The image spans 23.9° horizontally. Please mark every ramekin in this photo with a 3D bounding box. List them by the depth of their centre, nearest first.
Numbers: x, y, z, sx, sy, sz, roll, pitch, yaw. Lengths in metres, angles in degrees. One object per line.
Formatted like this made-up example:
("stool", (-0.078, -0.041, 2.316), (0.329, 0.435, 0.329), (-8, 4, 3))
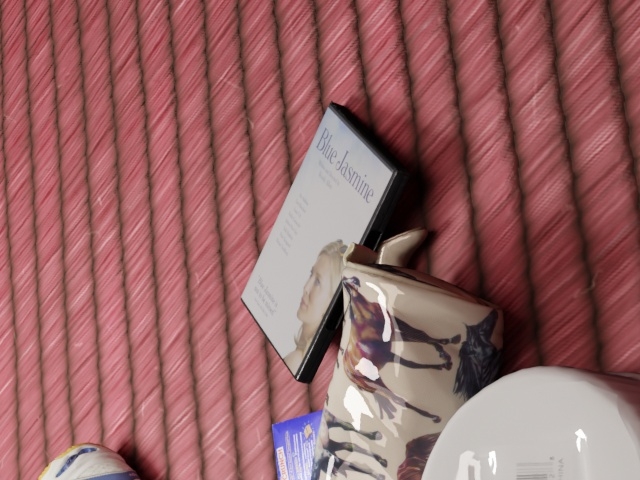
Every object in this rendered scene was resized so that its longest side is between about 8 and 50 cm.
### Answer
("ramekin", (0.211, 0.236, 1.264), (0.277, 0.135, 0.277), (-15, 66, 39))

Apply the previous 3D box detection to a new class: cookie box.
("cookie box", (0.003, 0.224, 1.574), (0.107, 0.040, 0.092), (-21, 70, 41))

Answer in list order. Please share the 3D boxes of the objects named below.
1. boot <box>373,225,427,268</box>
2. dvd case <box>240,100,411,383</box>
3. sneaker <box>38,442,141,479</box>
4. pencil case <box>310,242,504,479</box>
("boot", (0.074, 0.046, 1.532), (0.118, 0.042, 0.087), (-30, 70, 41))
("dvd case", (0.000, 0.000, 1.593), (0.253, 0.022, 0.180), (-65, 32, 17))
("sneaker", (-0.324, 0.370, 1.762), (0.131, 0.112, 0.296), (26, 71, 44))
("pencil case", (0.059, 0.217, 1.431), (0.183, 0.160, 0.410), (13, 94, 26))
